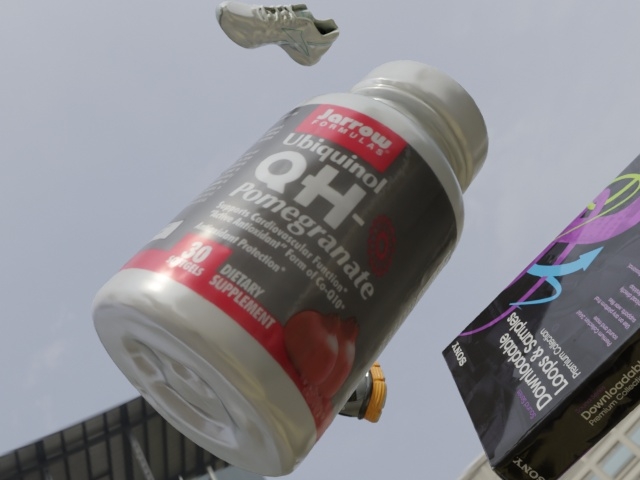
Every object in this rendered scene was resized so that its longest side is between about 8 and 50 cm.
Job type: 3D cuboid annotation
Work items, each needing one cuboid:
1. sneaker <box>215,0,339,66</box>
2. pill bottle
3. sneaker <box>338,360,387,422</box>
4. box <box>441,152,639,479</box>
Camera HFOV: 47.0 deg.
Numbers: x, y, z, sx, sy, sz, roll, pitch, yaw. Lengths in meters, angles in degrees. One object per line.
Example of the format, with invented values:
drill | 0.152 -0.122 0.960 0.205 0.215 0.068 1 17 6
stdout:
sneaker | -0.044 -0.236 0.797 0.152 0.054 0.061 3 -24 -42
pill bottle | 0.000 0.000 0.561 0.318 0.176 0.176 -49 -42 -32
sneaker | 0.019 0.146 0.945 0.083 0.215 0.084 5 -67 -15
box | 0.128 0.026 0.334 0.029 0.116 0.162 39 -79 -11
